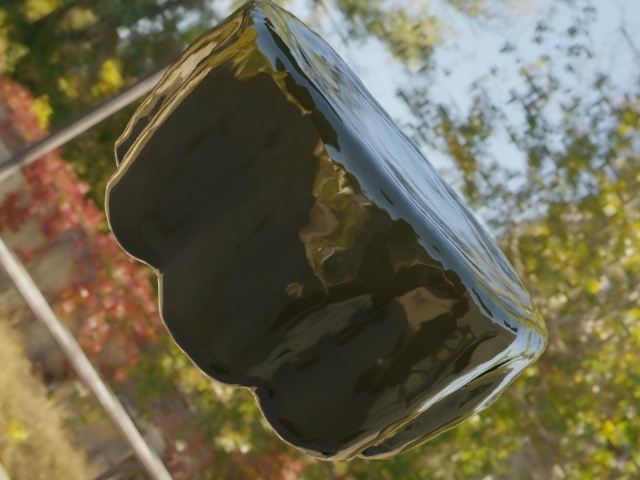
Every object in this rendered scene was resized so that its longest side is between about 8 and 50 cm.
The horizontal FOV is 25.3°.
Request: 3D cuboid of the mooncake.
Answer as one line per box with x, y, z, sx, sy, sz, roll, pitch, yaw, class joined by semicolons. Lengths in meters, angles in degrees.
0.000;0.000;1.151;0.378;0.201;0.378;48;11;-13;mooncake
